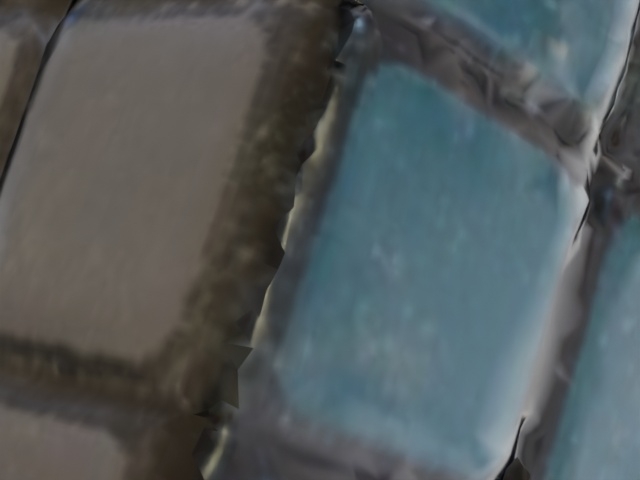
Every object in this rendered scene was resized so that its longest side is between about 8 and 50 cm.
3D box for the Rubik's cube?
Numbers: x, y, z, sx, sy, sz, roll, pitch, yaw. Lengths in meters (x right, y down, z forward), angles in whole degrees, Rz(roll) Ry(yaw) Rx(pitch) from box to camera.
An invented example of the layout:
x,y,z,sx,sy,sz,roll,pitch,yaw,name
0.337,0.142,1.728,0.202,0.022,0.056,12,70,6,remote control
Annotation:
x,y,z,sx,sy,sz,roll,pitch,yaw,name
0.000,0.000,0.560,0.343,0.337,0.344,7,-104,47,Rubik's cube
